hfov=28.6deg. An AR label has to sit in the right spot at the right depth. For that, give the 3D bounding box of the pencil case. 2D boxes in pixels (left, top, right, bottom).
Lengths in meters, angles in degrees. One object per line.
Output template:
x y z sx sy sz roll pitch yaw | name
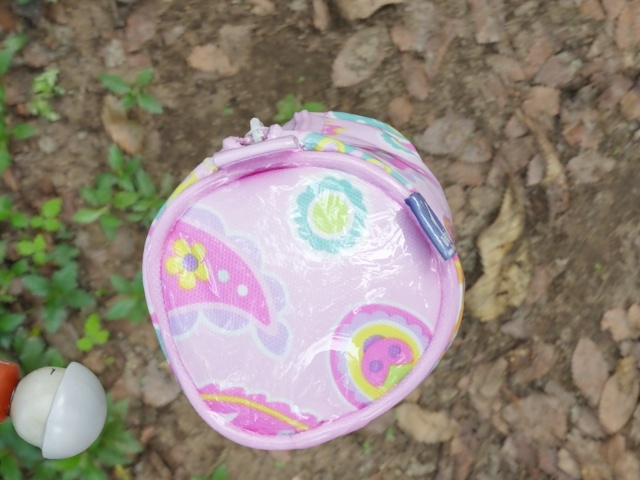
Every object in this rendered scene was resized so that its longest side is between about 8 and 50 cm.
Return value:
0.000 0.000 0.571 0.124 0.284 0.124 1 97 5 | pencil case

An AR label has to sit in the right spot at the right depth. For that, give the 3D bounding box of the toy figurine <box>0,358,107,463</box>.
-0.221 0.182 0.752 0.148 0.209 0.213 15 128 -1 | toy figurine
